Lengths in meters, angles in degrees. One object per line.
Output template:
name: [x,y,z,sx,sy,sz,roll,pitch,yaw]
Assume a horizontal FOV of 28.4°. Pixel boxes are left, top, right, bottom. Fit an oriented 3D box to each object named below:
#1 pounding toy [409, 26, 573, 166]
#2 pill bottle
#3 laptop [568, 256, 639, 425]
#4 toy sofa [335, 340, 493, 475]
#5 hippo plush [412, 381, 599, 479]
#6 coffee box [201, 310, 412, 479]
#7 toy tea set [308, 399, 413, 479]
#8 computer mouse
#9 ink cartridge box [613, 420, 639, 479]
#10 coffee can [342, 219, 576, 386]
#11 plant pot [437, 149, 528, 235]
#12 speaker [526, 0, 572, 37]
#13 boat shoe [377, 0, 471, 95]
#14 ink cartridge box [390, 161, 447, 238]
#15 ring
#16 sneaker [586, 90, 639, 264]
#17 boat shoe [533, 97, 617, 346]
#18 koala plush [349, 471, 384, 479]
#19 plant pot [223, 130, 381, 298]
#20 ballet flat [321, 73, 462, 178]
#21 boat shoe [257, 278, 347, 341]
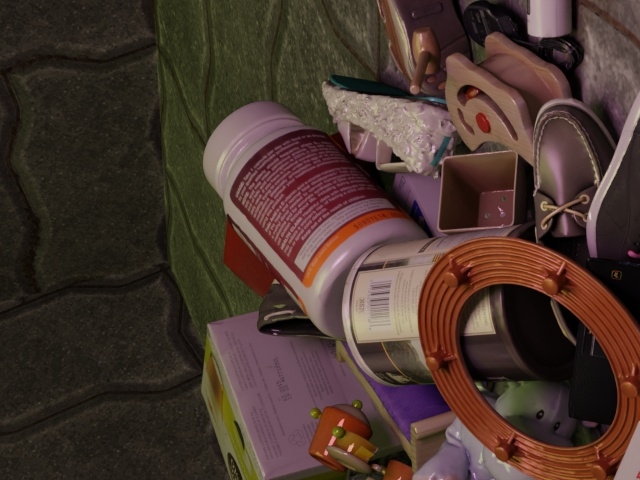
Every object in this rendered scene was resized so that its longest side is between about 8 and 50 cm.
pounding toy: [0.203,-0.164,1.635,0.269,0.154,0.154,45,159,49]
pill bottle: [-0.016,-0.045,2.040,0.392,0.224,0.224,48,149,37]
laptop: [0.396,0.165,1.341,0.137,0.264,0.234,-62,-24,-52]
toy sofa: [0.152,0.213,2.150,0.362,0.150,0.177,-126,26,-52]
hippo plush: [0.294,0.289,1.762,0.236,0.234,0.294,-41,20,52]
coffee box: [-0.023,0.337,2.484,0.334,0.338,0.338,105,148,-58]
toy tea set: [0.132,0.380,2.177,0.336,0.124,0.200,36,162,-22]
computer mouse: [0.262,-0.266,1.623,0.242,0.041,0.071,37,154,54]
ink cartridge box: [0.427,0.291,1.256,0.273,0.114,0.197,43,148,30]
coffee can: [0.193,0.087,1.653,0.275,0.201,0.202,-9,95,46]
plant pot: [0.231,-0.050,1.716,0.096,0.109,0.109,35,-123,-54]
speaker: [0.273,-0.313,1.509,0.055,0.055,0.136,-134,34,-59]
boat shoe: [0.127,-0.368,1.831,0.116,0.123,0.325,-160,59,-73]
ink cartridge box: [0.198,0.043,2.017,0.165,0.065,0.333,103,150,-56]
ring: [0.243,0.151,1.461,0.336,0.032,0.337,27,133,33]
sneaker: [0.369,-0.024,1.334,0.147,0.104,0.296,-114,23,-46]
boat shoe: [0.308,-0.015,1.497,0.109,0.091,0.305,-7,105,29]
koala plush: [0.173,0.527,2.356,0.221,0.203,0.196,62,-165,-66]
plant pot: [0.000,0.000,2.334,0.236,0.267,0.267,52,154,25]
ballet flat: [0.096,-0.180,1.995,0.409,0.147,0.147,-147,46,-67]
boat shoe: [0.033,0.142,2.132,0.335,0.096,0.112,9,154,39]
